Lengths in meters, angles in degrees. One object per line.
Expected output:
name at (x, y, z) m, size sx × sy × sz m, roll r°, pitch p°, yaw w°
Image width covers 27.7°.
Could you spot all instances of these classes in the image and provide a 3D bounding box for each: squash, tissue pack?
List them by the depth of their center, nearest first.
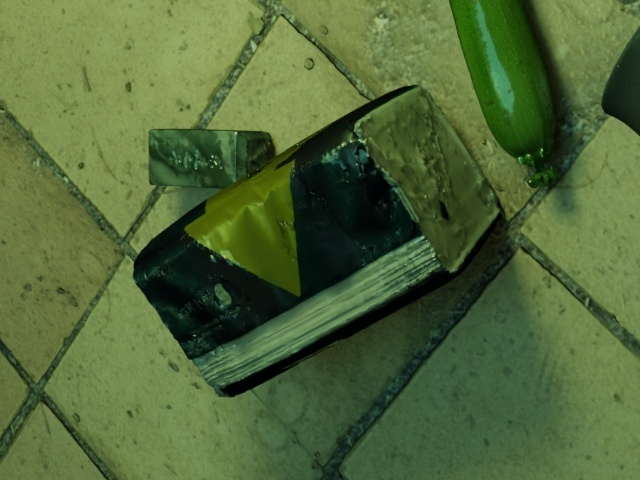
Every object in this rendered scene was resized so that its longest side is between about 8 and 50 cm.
squash at (0.231, -0.249, 1.676) m, size 0.101 × 0.101 × 0.378 m, roll -18°, pitch 85°, yaw 33°
tissue pack at (0.000, 0.000, 1.731) m, size 0.416 × 0.264 × 0.253 m, roll -29°, pitch 98°, yaw 31°

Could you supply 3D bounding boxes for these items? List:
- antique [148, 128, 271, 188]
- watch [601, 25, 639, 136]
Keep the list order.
antique at (-0.162, -0.123, 1.950) m, size 0.183 × 0.086 × 0.088 m, roll 4°, pitch 97°, yaw 33°
watch at (0.484, -0.225, 1.419) m, size 0.314 × 0.335 × 0.327 m, roll 44°, pitch 135°, yaw 16°
